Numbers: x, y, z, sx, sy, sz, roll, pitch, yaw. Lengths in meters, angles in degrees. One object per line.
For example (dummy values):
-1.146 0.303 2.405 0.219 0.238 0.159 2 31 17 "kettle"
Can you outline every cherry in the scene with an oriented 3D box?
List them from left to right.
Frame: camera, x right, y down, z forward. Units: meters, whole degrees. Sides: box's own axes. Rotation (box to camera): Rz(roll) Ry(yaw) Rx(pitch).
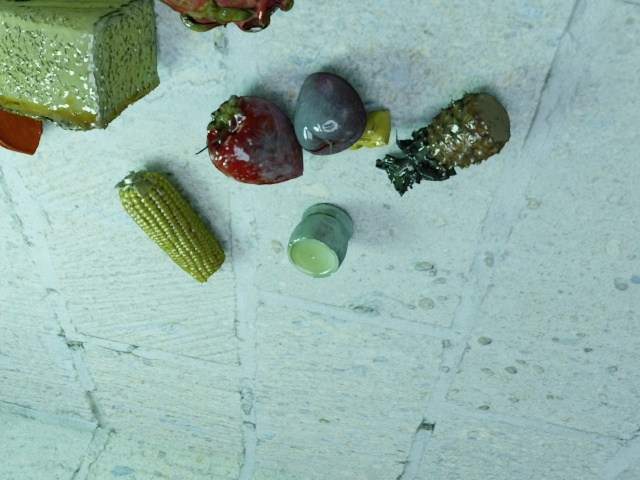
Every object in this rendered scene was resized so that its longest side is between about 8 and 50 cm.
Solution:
-0.139 -0.212 1.426 0.250 0.192 0.175 29 170 -22 "cherry"
0.016 -0.264 1.345 0.140 0.176 0.176 3 144 -32 "cherry"

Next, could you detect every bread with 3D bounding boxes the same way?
-0.520 -0.391 1.327 0.316 0.279 0.248 22 129 18 "bread"

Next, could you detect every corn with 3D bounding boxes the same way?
-0.387 -0.036 1.703 0.144 0.143 0.387 -16 130 29 "corn"

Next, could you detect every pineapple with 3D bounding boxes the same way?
0.245 -0.202 1.366 0.170 0.141 0.310 35 140 -25 "pineapple"

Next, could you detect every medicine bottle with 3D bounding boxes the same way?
0.000 0.000 1.620 0.147 0.143 0.147 11 133 12 "medicine bottle"

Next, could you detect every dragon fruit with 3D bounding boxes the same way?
-0.168 -0.491 1.120 0.291 0.250 0.269 12 155 -28 "dragon fruit"

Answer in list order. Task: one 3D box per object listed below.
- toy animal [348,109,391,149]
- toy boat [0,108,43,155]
0.085 -0.237 1.425 0.070 0.083 0.159 36 146 -32 "toy animal"
-0.774 -0.340 1.517 0.133 0.145 0.331 35 149 34 "toy boat"
